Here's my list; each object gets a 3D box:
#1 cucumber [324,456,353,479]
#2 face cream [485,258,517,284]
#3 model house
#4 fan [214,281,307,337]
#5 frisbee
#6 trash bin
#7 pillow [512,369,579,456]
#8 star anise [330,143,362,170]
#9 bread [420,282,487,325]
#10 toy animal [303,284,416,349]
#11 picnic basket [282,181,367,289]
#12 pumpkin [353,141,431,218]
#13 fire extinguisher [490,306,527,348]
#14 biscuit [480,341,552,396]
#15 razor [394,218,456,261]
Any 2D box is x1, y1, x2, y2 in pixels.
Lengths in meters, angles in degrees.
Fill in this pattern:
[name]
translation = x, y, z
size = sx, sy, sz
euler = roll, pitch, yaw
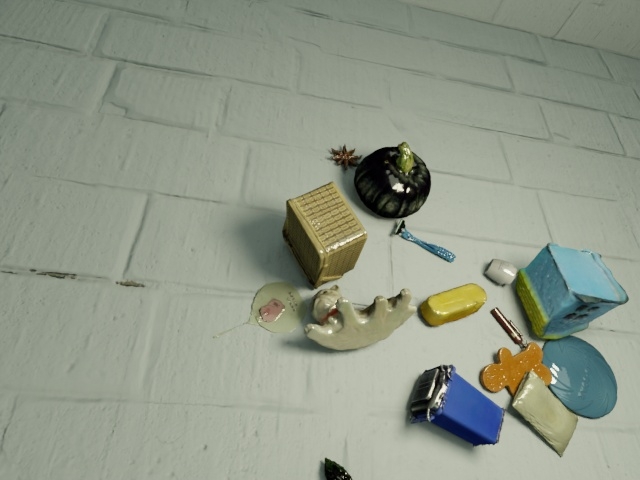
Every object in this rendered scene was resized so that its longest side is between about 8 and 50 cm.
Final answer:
[cucumber]
translation = 0.100, 0.703, 1.071
size = 0.072, 0.072, 0.300
euler = -32, 71, -28
[face cream]
translation = 0.681, 0.117, 1.553
size = 0.095, 0.091, 0.091
euler = 27, 57, 13
[model house]
translation = 0.823, 0.190, 1.431
size = 0.216, 0.303, 0.237
euler = 10, 47, -17
[fan]
translation = -0.192, 0.239, 1.306
size = 0.311, 0.010, 0.182
euler = -24, 69, -26
[frisbee]
translation = 0.908, 0.461, 1.429
size = 0.290, 0.049, 0.289
euler = 7, 58, -11
[trash bin]
translation = 0.401, 0.502, 1.219
size = 0.235, 0.162, 0.184
euler = 33, 58, -1
[pillow]
translation = 0.720, 0.548, 1.314
size = 0.230, 0.050, 0.148
euler = 45, 69, 3
[star anise]
translation = 0.107, -0.342, 1.708
size = 0.141, 0.042, 0.140
euler = 5, 58, -8
[bread]
translation = 0.461, 0.222, 1.436
size = 0.246, 0.094, 0.102
euler = -14, 55, -22
[toy animal]
translation = 0.121, 0.213, 1.301
size = 0.308, 0.188, 0.266
euler = -45, 114, 4
[picnic basket]
translation = 0.000, 0.000, 1.326
size = 0.176, 0.312, 0.227
euler = -26, 70, -16
[pumpkin]
translation = 0.291, -0.237, 1.558
size = 0.297, 0.295, 0.295
euler = 6, 59, -11
[fire extinguisher]
translation = 0.681, 0.314, 1.473
size = 0.173, 0.035, 0.049
euler = 56, 25, 20
[biscuit]
translation = 0.644, 0.436, 1.376
size = 0.251, 0.036, 0.165
euler = -14, 78, -14
[razor]
translation = 0.401, 0.010, 1.574
size = 0.254, 0.042, 0.081
euler = 28, 58, 1
